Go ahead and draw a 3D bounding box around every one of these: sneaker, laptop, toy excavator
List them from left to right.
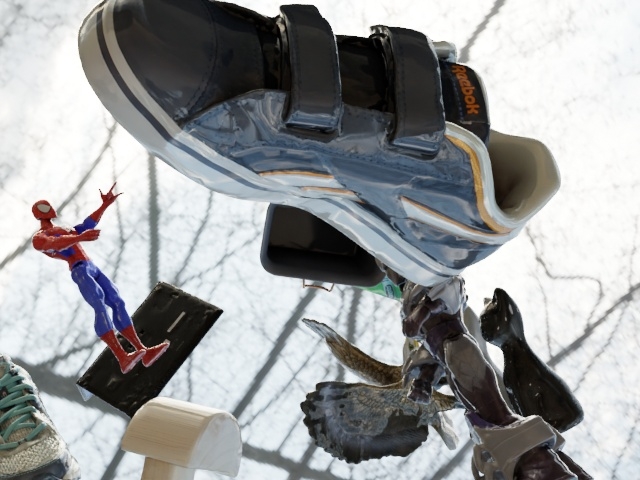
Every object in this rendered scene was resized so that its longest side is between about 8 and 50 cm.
[{"bbox_3d":[-0.343,0.195,1.167,0.110,0.122,0.283,-19,-161,-24],"label":"sneaker"},{"bbox_3d":[-0.297,0.203,1.899,0.264,0.136,0.234,20,-115,40],"label":"laptop"},{"bbox_3d":[-0.157,0.443,1.134,0.222,0.445,0.433,11,-125,20],"label":"toy excavator"},{"bbox_3d":[0.017,-0.080,0.653,0.127,0.321,0.126,-33,-131,33],"label":"sneaker"}]

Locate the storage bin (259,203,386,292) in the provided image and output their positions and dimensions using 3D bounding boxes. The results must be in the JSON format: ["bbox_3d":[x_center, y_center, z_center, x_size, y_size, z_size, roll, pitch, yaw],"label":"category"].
[{"bbox_3d":[0.000,0.000,1.152,0.091,0.135,0.098,-132,-130,-77],"label":"storage bin"}]

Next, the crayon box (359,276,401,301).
[{"bbox_3d":[0.040,-0.070,1.374,0.081,0.165,0.278,-42,-134,31],"label":"crayon box"}]

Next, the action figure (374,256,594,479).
[{"bbox_3d":[0.118,0.104,0.934,0.099,0.185,0.285,-29,-120,-3],"label":"action figure"}]

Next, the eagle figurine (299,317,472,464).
[{"bbox_3d":[0.114,0.229,1.717,0.298,0.226,0.225,-2,-94,-2],"label":"eagle figurine"}]

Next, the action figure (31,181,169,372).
[{"bbox_3d":[-0.297,0.030,1.505,0.139,0.091,0.280,-46,-104,19],"label":"action figure"}]

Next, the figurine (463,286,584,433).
[{"bbox_3d":[0.255,0.178,1.533,0.092,0.215,0.209,-22,-96,-19],"label":"figurine"}]
